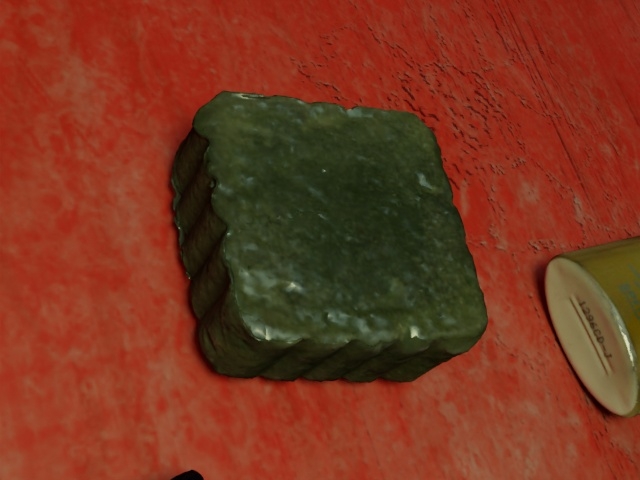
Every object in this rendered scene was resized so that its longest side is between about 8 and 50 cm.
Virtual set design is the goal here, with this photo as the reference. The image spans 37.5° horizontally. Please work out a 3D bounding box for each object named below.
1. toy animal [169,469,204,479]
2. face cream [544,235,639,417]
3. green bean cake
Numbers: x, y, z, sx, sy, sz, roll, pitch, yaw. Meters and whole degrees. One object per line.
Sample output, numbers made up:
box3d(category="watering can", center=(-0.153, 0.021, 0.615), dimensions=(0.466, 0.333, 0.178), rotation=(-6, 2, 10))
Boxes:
box3d(category="toy animal", center=(-0.009, 0.241, 0.443), dimensions=(0.324, 0.090, 0.195), rotation=(41, 22, -7))
box3d(category="face cream", center=(0.320, 0.056, 0.824), dimensions=(0.285, 0.067, 0.139), rotation=(-10, 71, -38))
box3d(category="green bean cake", center=(0.000, 0.000, 0.623), dimensions=(0.185, 0.094, 0.184), rotation=(5, 61, -31))
